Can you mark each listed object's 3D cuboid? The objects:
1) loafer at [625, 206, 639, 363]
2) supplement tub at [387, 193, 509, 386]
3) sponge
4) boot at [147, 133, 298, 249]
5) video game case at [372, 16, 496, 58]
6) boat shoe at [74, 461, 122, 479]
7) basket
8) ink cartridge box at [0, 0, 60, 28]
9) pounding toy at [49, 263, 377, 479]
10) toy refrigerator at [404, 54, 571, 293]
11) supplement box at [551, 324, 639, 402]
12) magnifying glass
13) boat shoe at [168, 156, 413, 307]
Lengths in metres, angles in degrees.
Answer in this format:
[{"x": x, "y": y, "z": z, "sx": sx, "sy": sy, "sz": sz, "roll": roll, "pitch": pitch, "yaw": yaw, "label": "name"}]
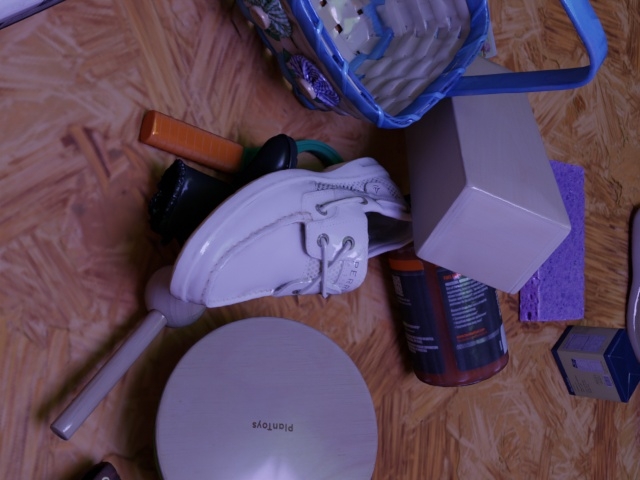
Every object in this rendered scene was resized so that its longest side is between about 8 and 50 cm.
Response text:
[{"x": 0.526, "y": 0.077, "z": 1.160, "sx": 0.102, "sy": 0.092, "sz": 0.268, "roll": -5, "pitch": 92, "yaw": -41, "label": "loafer"}, {"x": 0.131, "y": 0.046, "z": 0.808, "sx": 0.106, "sy": 0.106, "sz": 0.197, "roll": -22, "pitch": 104, "yaw": -39, "label": "supplement tub"}, {"x": 0.306, "y": 0.001, "z": 1.011, "sx": 0.117, "sy": 0.031, "sz": 0.210, "roll": 2, "pitch": 87, "yaw": -41, "label": "sponge"}, {"x": -0.082, "y": -0.044, "z": 0.640, "sx": 0.099, "sy": 0.045, "sz": 0.121, "roll": 16, "pitch": 106, "yaw": -39, "label": "boot"}, {"x": 0.114, "y": -0.296, "z": 0.856, "sx": 0.193, "sy": 0.023, "sz": 0.212, "roll": -22, "pitch": 103, "yaw": -39, "label": "video game case"}, {"x": -0.220, "y": 0.228, "z": 0.524, "sx": 0.207, "sy": 0.073, "sz": 0.073, "roll": -27, "pitch": 105, "yaw": -46, "label": "boat shoe"}, {"x": 0.065, "y": -0.215, "z": 0.634, "sx": 0.254, "sy": 0.289, "sz": 0.201, "roll": 52, "pitch": 58, "yaw": -26, "label": "basket"}, {"x": -0.227, "y": -0.246, "z": 0.496, "sx": 0.273, "sy": 0.115, "sz": 0.198, "roll": -40, "pitch": 114, "yaw": -35, "label": "ink cartridge box"}, {"x": -0.078, "y": 0.149, "z": 0.638, "sx": 0.237, "sy": 0.110, "sz": 0.183, "roll": 35, "pitch": 62, "yaw": -8, "label": "pounding toy"}, {"x": 0.145, "y": -0.079, "z": 0.735, "sx": 0.102, "sy": 0.094, "sz": 0.269, "roll": 21, "pitch": 37, "yaw": -14, "label": "toy refrigerator"}, {"x": 0.370, "y": 0.164, "z": 1.028, "sx": 0.056, "sy": 0.083, "sz": 0.083, "roll": -42, "pitch": 116, "yaw": -34, "label": "supplement box"}, {"x": -0.058, "y": -0.066, "z": 0.702, "sx": 0.231, "sy": 0.026, "sz": 0.092, "roll": 19, "pitch": 77, "yaw": -41, "label": "magnifying glass"}, {"x": 0.000, "y": 0.000, "z": 0.630, "sx": 0.277, "sy": 0.096, "sz": 0.098, "roll": -26, "pitch": 150, "yaw": -49, "label": "boat shoe"}]
